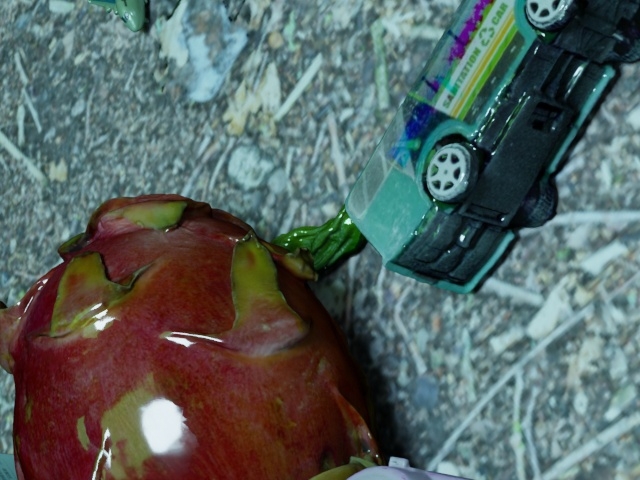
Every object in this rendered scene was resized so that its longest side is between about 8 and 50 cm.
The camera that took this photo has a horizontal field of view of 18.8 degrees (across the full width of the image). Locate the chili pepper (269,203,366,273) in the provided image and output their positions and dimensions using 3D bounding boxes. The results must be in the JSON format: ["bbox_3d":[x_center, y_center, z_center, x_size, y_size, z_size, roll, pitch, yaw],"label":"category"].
[{"bbox_3d":[0.000,0.001,1.299,0.091,0.030,0.034,-26,37,36],"label":"chili pepper"}]

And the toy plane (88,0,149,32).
[{"bbox_3d":[-0.149,-0.196,1.497,0.080,0.033,0.083,-33,65,34],"label":"toy plane"}]

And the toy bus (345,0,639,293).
[{"bbox_3d":[0.115,-0.094,1.168,0.262,0.091,0.109,-59,40,15],"label":"toy bus"}]

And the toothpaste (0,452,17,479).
[{"bbox_3d":[-0.181,0.266,1.372,0.313,0.089,0.071,47,118,41],"label":"toothpaste"}]

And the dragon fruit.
[{"bbox_3d":[-0.084,0.118,1.219,0.250,0.250,0.315,-18,84,41],"label":"dragon fruit"}]

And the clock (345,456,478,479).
[{"bbox_3d":[0.116,0.293,1.022,0.295,0.113,0.322,7,84,36],"label":"clock"}]
